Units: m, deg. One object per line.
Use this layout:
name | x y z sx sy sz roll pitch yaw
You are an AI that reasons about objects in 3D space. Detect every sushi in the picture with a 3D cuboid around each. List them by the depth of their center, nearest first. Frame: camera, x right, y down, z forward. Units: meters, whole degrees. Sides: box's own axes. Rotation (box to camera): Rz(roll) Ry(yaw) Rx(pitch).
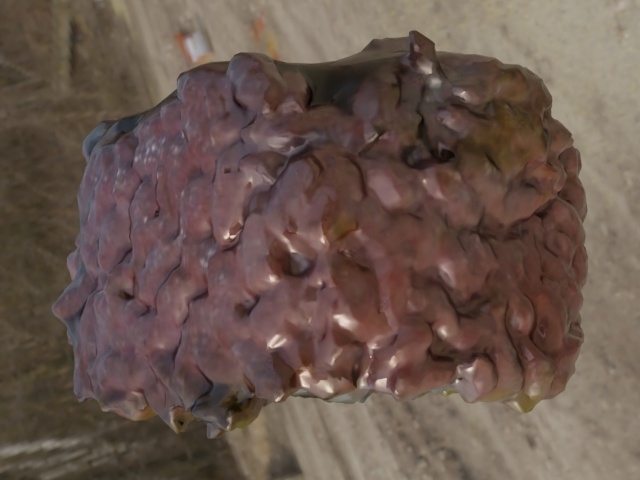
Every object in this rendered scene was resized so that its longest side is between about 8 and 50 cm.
sushi | 0.000 0.000 0.630 0.270 0.237 0.170 -7 86 51
